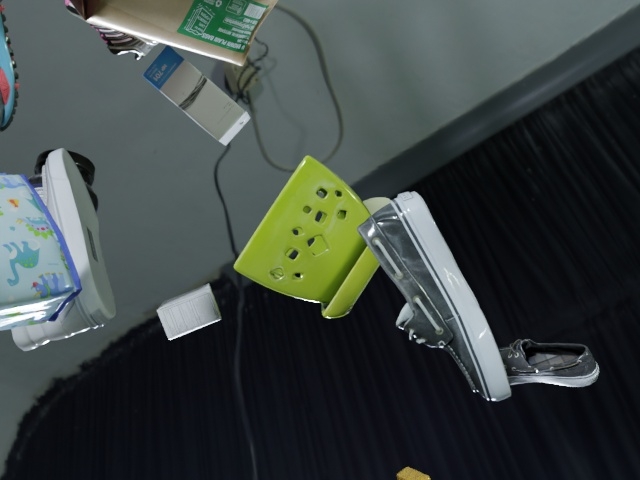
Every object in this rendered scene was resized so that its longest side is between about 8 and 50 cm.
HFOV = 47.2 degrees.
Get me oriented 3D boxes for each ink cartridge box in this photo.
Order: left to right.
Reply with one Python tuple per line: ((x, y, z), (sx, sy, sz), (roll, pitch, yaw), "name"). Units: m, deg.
((-0.238, -0.278, 1.425), (0.190, 0.139, 0.082), (42, 91, -3), "ink cartridge box")

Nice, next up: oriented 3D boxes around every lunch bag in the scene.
((-0.314, 0.007, 0.673), (0.129, 0.151, 0.096), (-9, 159, -47), "lunch bag")

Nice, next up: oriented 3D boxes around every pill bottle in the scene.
((-0.419, -0.028, 1.155), (0.123, 0.219, 0.123), (1, 152, 0), "pill bottle")

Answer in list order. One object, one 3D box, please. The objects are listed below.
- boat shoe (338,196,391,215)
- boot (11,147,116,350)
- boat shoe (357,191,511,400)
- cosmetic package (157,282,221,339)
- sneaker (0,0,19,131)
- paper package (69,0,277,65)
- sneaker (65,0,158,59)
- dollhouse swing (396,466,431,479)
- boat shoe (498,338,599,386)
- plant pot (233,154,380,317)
((0.090, -0.060, 1.568), (0.133, 0.042, 0.049), (-23, 99, 7), "boat shoe")
((-0.338, 0.006, 0.890), (0.123, 0.258, 0.095), (-21, 148, -2), "boot")
((0.163, 0.095, 1.066), (0.119, 0.121, 0.335), (-28, 93, 6), "boat shoe")
((-0.239, 0.127, 1.346), (0.099, 0.060, 0.239), (-19, -178, -8), "cosmetic package")
((-0.506, -0.278, 1.028), (0.125, 0.104, 0.262), (-15, 115, -26), "sneaker")
((-0.274, -0.460, 1.196), (0.325, 0.309, 0.168), (3, 132, -49), "paper package")
((-0.357, -0.357, 1.243), (0.170, 0.063, 0.075), (16, 129, -39), "sneaker")
((0.042, 0.587, 1.436), (0.347, 0.305, 0.315), (-31, 113, -16), "dollhouse swing")
((0.373, 0.210, 1.303), (0.228, 0.080, 0.076), (0, 125, 38), "boat shoe")
((0.000, 0.000, 1.282), (0.207, 0.227, 0.228), (32, 93, -2), "plant pot")
